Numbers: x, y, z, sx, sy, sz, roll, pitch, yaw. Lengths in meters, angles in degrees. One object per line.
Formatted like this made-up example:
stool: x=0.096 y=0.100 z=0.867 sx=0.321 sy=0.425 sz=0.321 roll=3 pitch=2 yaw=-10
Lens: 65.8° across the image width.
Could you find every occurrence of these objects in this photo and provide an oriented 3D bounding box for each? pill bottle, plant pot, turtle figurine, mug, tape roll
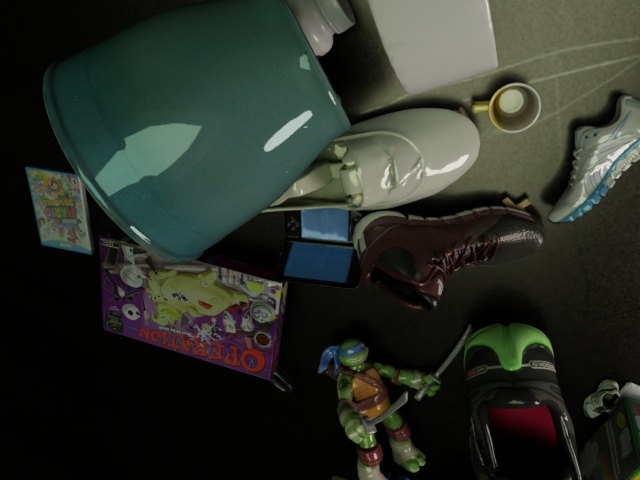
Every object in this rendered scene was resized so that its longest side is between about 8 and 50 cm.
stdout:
pill bottle: x=-0.042 y=-0.282 z=0.678 sx=0.169 sy=0.094 sz=0.094 roll=-23 pitch=106 yaw=24
plant pot: x=-0.115 y=-0.152 z=0.580 sx=0.255 sy=0.271 sz=0.271 roll=-29 pitch=104 yaw=9
turtle figurine: x=0.127 y=0.303 z=0.841 sx=0.275 sy=0.198 sz=0.266 roll=-7 pitch=107 yaw=22
mug: x=0.248 y=-0.184 z=0.656 sx=0.078 sy=0.064 sz=0.062 roll=29 pitch=119 yaw=2
tape roll: x=0.107 y=-0.306 z=0.518 sx=0.100 sy=0.286 sz=0.286 roll=-13 pitch=110 yaw=22

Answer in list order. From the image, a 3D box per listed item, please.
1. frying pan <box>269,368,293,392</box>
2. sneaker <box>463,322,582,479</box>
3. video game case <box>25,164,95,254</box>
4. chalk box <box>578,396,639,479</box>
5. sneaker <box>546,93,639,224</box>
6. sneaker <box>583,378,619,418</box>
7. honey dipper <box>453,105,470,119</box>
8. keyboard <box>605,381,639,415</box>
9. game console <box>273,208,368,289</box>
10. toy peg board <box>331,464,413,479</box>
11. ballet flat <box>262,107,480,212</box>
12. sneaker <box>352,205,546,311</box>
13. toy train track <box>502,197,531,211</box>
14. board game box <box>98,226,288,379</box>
frying pan: x=-0.168 y=0.144 z=0.938 sx=0.326 sy=0.053 sz=0.197 roll=23 pitch=118 yaw=3
sneaker: x=0.325 y=0.368 z=0.809 sx=0.185 sy=0.202 sz=0.482 roll=-13 pitch=113 yaw=22
video game case: x=-0.504 y=-0.058 z=0.962 sx=0.119 sy=0.015 sz=0.166 roll=9 pitch=117 yaw=12
chalk box: x=0.522 y=0.347 z=0.770 sx=0.132 sy=0.132 sz=0.213 roll=19 pitch=127 yaw=8
sneaker: x=0.362 y=-0.108 z=0.663 sx=0.083 sy=0.071 sz=0.190 roll=37 pitch=111 yaw=4
sneaker: x=0.465 y=0.269 z=0.820 sx=0.032 sy=0.037 sz=0.083 roll=17 pitch=119 yaw=6
honey dipper: x=0.142 y=-0.142 z=0.729 sx=0.161 sy=0.030 sz=0.030 roll=-28 pitch=104 yaw=29
keyboard: x=0.608 y=0.310 z=0.813 sx=0.256 sy=0.014 sz=0.072 roll=23 pitch=113 yaw=4
game console: x=0.000 y=0.000 z=0.802 sx=0.144 sy=0.085 sz=0.124 roll=6 pitch=116 yaw=13
toy peg board: x=0.132 y=0.484 z=0.959 sx=0.161 sy=0.079 sz=0.160 roll=-7 pitch=130 yaw=37
ballet flat: x=0.019 y=-0.092 z=0.710 sx=0.400 sy=0.139 sz=0.139 roll=-5 pitch=113 yaw=24
sneaker: x=0.186 y=0.037 z=0.700 sx=0.281 sy=0.162 sz=0.106 roll=-3 pitch=128 yaw=6
toy train track: x=0.276 y=-0.039 z=0.745 sx=0.048 sy=0.014 sz=0.083 roll=43 pitch=124 yaw=-14
board game box: x=-0.235 y=0.113 z=0.898 sx=0.347 sy=0.056 sz=0.208 roll=13 pitch=119 yaw=11
